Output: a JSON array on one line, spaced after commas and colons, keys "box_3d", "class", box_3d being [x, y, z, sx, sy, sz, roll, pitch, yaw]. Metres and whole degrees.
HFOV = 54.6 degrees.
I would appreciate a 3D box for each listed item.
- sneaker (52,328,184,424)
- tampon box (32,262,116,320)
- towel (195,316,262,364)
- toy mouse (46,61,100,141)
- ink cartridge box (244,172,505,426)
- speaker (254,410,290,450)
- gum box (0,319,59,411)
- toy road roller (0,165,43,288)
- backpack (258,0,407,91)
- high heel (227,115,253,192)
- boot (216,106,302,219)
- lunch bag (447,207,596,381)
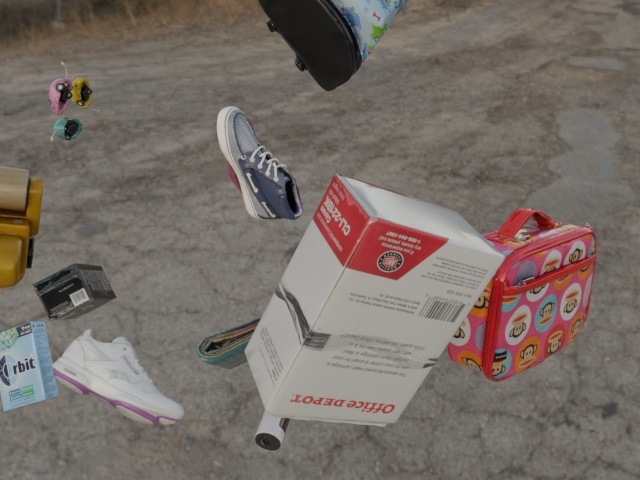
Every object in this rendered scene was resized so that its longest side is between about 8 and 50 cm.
[{"box_3d": [-0.428, 0.298, 1.373, 0.305, 0.114, 0.152, 27, 58, 1], "class": "sneaker"}, {"box_3d": [-0.611, 0.129, 1.554, 0.120, 0.101, 0.161, -28, -6, 0], "class": "tampon box"}, {"box_3d": [-0.083, 0.169, 1.172, 0.272, 0.040, 0.370, -24, -11, -7], "class": "towel"}, {"box_3d": [-0.443, -0.226, 1.071, 0.031, 0.161, 0.143, 15, 60, 4], "class": "toy mouse"}, {"box_3d": [0.056, 0.083, 0.749, 0.197, 0.272, 0.114, 15, 24, -30], "class": "ink cartridge box"}, {"box_3d": [-0.086, 0.348, 1.232, 0.055, 0.055, 0.136, 8, 34, 11], "class": "speaker"}, {"box_3d": [-0.702, 0.297, 1.468, 0.157, 0.184, 0.041, -19, -10, 27], "class": "gum box"}, {"box_3d": [-0.864, -0.019, 1.655, 0.203, 0.329, 0.240, 6, 25, -24], "class": "toy road roller"}, {"box_3d": [0.064, -0.582, 1.455, 0.273, 0.290, 0.355, -18, 31, 38], "class": "backpack"}, {"box_3d": [-0.193, -0.205, 1.488, 0.082, 0.117, 0.244, -11, -15, -17], "class": "high heel"}, {"box_3d": [-0.086, -0.117, 0.944, 0.086, 0.190, 0.069, 3, 37, 35], "class": "boot"}, {"box_3d": [0.336, 0.071, 1.021, 0.293, 0.258, 0.120, -14, 24, -38], "class": "lunch bag"}]
